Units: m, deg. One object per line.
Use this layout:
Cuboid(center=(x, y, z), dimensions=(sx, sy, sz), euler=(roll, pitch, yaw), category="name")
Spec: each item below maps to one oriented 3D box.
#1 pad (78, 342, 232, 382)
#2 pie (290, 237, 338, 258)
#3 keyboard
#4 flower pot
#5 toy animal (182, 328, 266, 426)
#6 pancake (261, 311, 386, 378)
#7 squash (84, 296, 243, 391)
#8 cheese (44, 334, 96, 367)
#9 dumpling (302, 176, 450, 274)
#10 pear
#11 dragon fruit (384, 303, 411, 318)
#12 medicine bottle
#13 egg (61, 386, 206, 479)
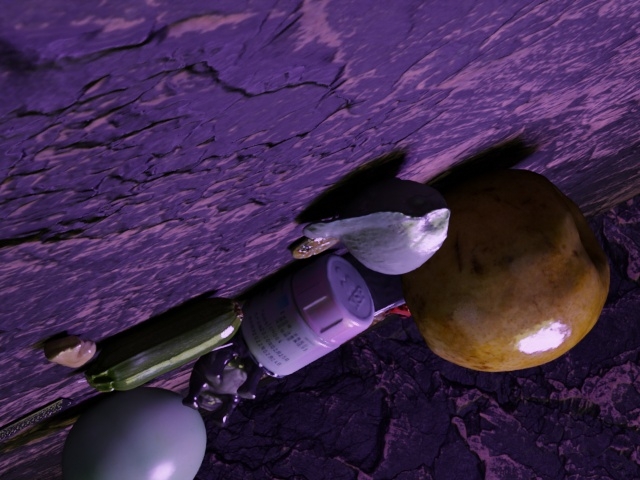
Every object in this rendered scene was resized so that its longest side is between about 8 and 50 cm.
Cuboid(center=(-0.237, 0.178, 1.451), dimensions=(0.157, 0.004, 0.232), euler=(-12, 178, 16), category="pad")
Cuboid(center=(0.000, 0.000, 1.286), dimensions=(0.085, 0.017, 0.085), euler=(-26, 169, -6), category="pie")
Cuboid(center=(-0.483, 0.294, 1.536), dimensions=(0.202, 0.011, 0.067), euler=(-27, 169, -4), category="keyboard")
Cuboid(center=(0.117, 0.053, 1.614), dimensions=(0.229, 0.108, 0.103), euler=(-22, 169, -24), category="flower pot")
Cuboid(center=(-0.167, 0.228, 1.691), dimensions=(0.168, 0.106, 0.343), euler=(-62, -173, -21), category="toy animal")
Cuboid(center=(-0.003, 0.202, 2.175), dimensions=(0.382, 0.071, 0.382), euler=(-27, 169, -6), category="pancake")
Cuboid(center=(-0.204, 0.137, 1.297), dimensions=(0.219, 0.068, 0.077), euler=(-25, -168, -16), category="squash")
Cuboid(center=(-0.284, 0.124, 1.130), dimensions=(0.044, 0.030, 0.083), euler=(-22, 165, 3), category="cheese")
Cuboid(center=(0.066, -0.024, 1.160), dimensions=(0.104, 0.149, 0.216), euler=(-65, -177, -10), category="dumpling")
Cuboid(center=(0.259, 0.050, 1.440), dimensions=(0.304, 0.303, 0.304), euler=(-27, 170, -5), category="pear")
Cuboid(center=(0.146, 0.084, 1.817), dimensions=(0.208, 0.133, 0.150), euler=(-2, 145, 30), category="dragon fruit")
Cuboid(center=(-0.020, 0.110, 1.462), dimensions=(0.169, 0.135, 0.135), euler=(-31, 170, 25), category="medicine bottle")
Cuboid(center=(-0.326, 0.372, 1.744), dimensions=(0.220, 0.220, 0.270), euler=(-36, 176, 41), category="egg")
